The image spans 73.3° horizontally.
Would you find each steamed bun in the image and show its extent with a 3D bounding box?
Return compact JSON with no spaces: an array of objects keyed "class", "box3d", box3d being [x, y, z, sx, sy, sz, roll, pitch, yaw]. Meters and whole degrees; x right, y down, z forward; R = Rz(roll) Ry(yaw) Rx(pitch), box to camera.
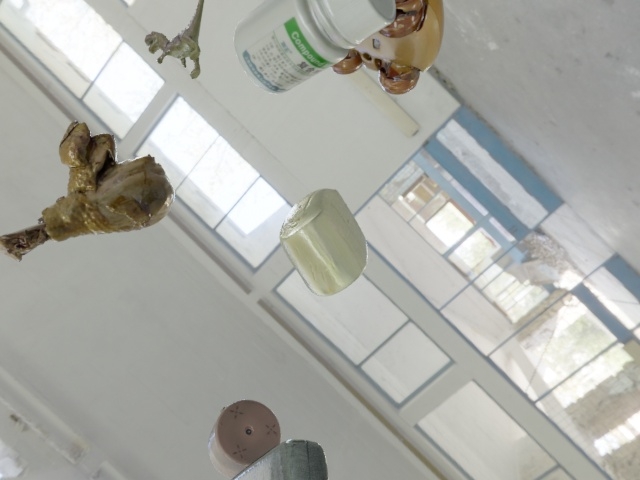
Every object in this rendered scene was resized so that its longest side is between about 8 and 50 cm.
[{"class":"steamed bun","box3d":[0.000,0.000,0.961,0.200,0.154,0.250,57,-162,-15]}]

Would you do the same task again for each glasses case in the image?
[{"class":"glasses case","box3d":[-0.083,0.418,0.673,0.074,0.323,0.131,16,-134,-21]}]

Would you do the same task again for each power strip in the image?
[{"class":"power strip","box3d":[-0.170,0.436,0.952,0.154,0.078,0.154,17,-143,-13]}]

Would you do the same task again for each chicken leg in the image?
[{"class":"chicken leg","box3d":[-0.547,-0.115,0.994,0.409,0.181,0.295,-38,-56,-39]}]

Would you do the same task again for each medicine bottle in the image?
[{"class":"medicine bottle","box3d":[-0.011,-0.338,0.672,0.139,0.236,0.139,23,-120,-47]}]

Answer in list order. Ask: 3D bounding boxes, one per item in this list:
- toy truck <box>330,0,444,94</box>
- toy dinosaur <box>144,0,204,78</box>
[{"class":"toy truck","box3d":[0.116,-0.446,0.841,0.287,0.212,0.204,26,161,22]},{"class":"toy dinosaur","box3d":[-0.356,-0.554,1.142,0.072,0.251,0.200,-6,-116,-60]}]
